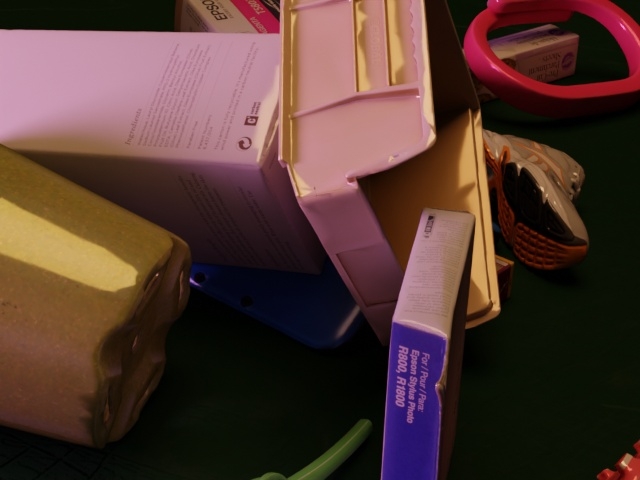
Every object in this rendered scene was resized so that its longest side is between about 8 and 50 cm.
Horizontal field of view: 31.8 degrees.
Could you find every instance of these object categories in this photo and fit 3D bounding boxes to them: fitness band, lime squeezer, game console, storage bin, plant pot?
[{"bbox_3d":[0.335,-0.262,1.568,0.290,0.054,0.209,-10,60,-27],"label":"fitness band"},{"bbox_3d":[-0.075,0.204,0.829,0.310,0.059,0.110,-14,3,-23],"label":"lime squeezer"},{"bbox_3d":[0.000,0.000,1.201,0.293,0.173,0.250,25,6,34],"label":"game console"},{"bbox_3d":[0.064,-0.083,0.963,0.123,0.262,0.260,-10,56,14],"label":"storage bin"},{"bbox_3d":[-0.253,0.042,0.915,0.253,0.276,0.276,19,32,7],"label":"plant pot"}]

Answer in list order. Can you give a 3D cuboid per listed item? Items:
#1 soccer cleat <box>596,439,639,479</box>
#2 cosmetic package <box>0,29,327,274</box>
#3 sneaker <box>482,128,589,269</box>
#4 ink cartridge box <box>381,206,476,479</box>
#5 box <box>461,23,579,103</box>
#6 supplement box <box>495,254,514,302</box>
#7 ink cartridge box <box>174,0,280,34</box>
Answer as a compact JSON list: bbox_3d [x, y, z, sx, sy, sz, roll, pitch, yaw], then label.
[{"bbox_3d":[0.209,0.227,0.776,0.095,0.083,0.248,43,36,10],"label":"soccer cleat"},{"bbox_3d":[-0.173,-0.088,1.096,0.365,0.197,0.155,7,62,21],"label":"cosmetic package"},{"bbox_3d":[0.253,-0.055,1.244,0.121,0.099,0.262,-2,30,-14],"label":"sneaker"},{"bbox_3d":[0.070,0.123,0.788,0.045,0.223,0.224,6,28,9],"label":"ink cartridge box"},{"bbox_3d":[0.236,-0.241,1.597,0.324,0.067,0.063,-19,36,-33],"label":"box"},{"bbox_3d":[0.146,0.045,1.110,0.055,0.043,0.083,25,36,35],"label":"supplement box"},{"bbox_3d":[-0.076,-0.287,1.605,0.193,0.088,0.235,-14,45,-26],"label":"ink cartridge box"}]
